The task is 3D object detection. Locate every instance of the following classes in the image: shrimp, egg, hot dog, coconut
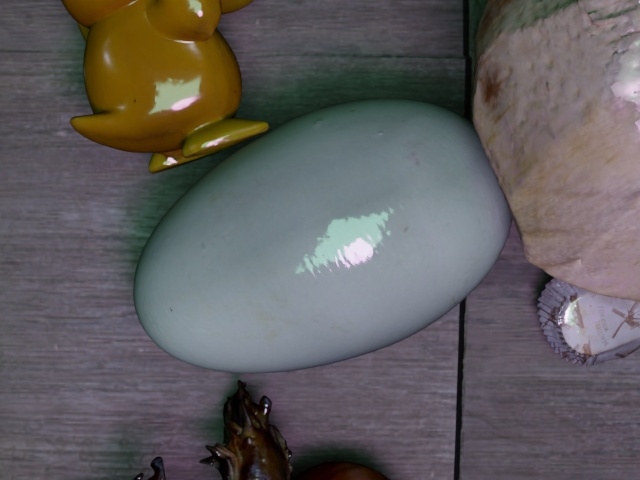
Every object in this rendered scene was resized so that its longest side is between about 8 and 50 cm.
[{"bbox_3d":[-0.103,0.257,1.284,0.178,0.289,0.075,1,142,-21],"label":"shrimp"},{"bbox_3d":[0.000,0.000,1.275,0.371,0.230,0.230,-22,98,4],"label":"egg"},{"bbox_3d":[0.313,0.059,1.382,0.191,0.059,0.108,-19,107,-5],"label":"hot dog"},{"bbox_3d":[0.299,-0.139,1.172,0.415,0.415,0.345,-33,83,2],"label":"coconut"}]

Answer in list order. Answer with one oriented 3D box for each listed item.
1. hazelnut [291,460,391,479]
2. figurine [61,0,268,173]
[{"bbox_3d":[0.021,0.330,1.370,0.170,0.160,0.202,16,135,8],"label":"hazelnut"},{"bbox_3d":[-0.153,-0.184,1.268,0.215,0.215,0.228,3,80,-3],"label":"figurine"}]
